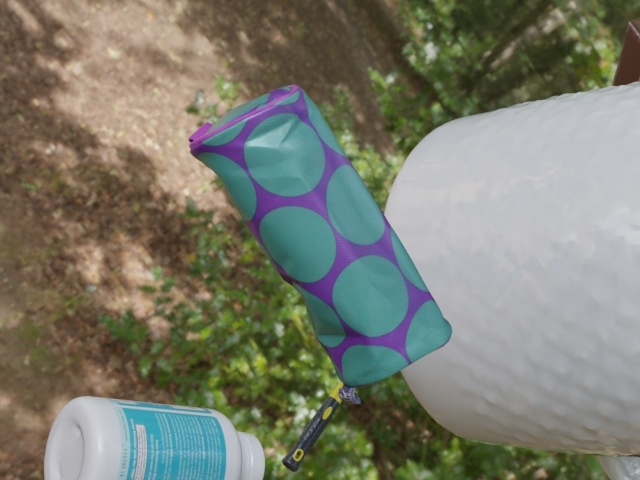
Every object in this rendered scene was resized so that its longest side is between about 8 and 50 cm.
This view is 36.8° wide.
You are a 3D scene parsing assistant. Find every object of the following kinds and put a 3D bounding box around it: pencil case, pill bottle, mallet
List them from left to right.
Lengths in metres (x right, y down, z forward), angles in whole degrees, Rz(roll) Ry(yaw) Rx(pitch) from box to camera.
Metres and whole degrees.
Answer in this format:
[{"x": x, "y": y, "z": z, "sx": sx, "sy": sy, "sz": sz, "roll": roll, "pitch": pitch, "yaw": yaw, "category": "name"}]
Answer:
[{"x": -0.202, "y": 0.282, "z": 1.224, "sx": 0.264, "sy": 0.146, "sz": 0.146, "roll": 14, "pitch": 38, "yaw": -38, "category": "pill bottle"}, {"x": 0.000, "y": 0.000, "z": 0.468, "sx": 0.064, "sy": 0.070, "sz": 0.151, "roll": -40, "pitch": 105, "yaw": -34, "category": "pencil case"}, {"x": 0.011, "y": 0.157, "z": 1.015, "sx": 0.062, "sy": 0.039, "sz": 0.190, "roll": 48, "pitch": 57, "yaw": -2, "category": "mallet"}]

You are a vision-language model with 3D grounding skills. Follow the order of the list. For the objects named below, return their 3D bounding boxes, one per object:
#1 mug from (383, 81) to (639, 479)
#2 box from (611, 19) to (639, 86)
[{"x": 0.269, "y": 0.063, "z": 0.706, "sx": 0.276, "sy": 0.328, "sz": 0.374, "roll": -31, "pitch": 107, "yaw": -41, "category": "mug"}, {"x": 0.533, "y": -0.143, "z": 1.248, "sx": 0.381, "sy": 0.191, "sz": 0.143, "roll": -96, "pitch": -172, "yaw": -49, "category": "box"}]
